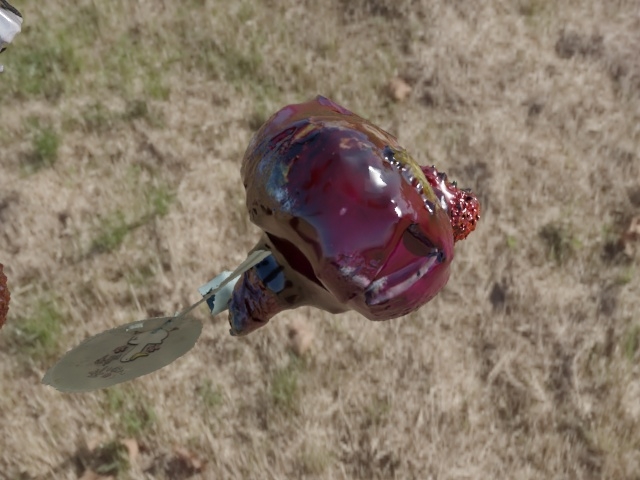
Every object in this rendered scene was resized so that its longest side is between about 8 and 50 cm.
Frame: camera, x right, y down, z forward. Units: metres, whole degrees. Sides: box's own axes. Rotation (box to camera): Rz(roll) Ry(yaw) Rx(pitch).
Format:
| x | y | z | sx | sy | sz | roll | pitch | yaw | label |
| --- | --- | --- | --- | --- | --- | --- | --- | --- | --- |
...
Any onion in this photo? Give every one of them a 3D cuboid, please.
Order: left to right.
| x | y | z | sx | sy | sz | roll | pitch | yaw | label |
| --- | --- | --- | --- | --- | --- | --- | --- | --- | --- |
| 0.000 | 0.000 | 1.703 | 0.420 | 0.398 | 0.398 | -47 | 53 | 15 | onion |

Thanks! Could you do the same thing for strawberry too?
| x | y | z | sx | sy | sz | roll | pitch | yaw | label |
| --- | --- | --- | --- | --- | --- | --- | --- | --- | --- |
| 0.239 | -0.053 | 2.218 | 0.184 | 0.187 | 0.201 | 22 | 79 | 28 | strawberry |

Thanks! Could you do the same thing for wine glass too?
| x | y | z | sx | sy | sz | roll | pitch | yaw | label |
| --- | --- | --- | --- | --- | --- | --- | --- | --- | --- |
| -0.154 | 0.084 | 2.135 | 0.196 | 0.079 | 0.079 | -29 | 53 | -3 | wine glass |

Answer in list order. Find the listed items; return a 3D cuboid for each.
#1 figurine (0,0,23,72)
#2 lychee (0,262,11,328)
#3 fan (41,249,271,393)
| x | y | z | sx | sy | sz | roll | pitch | yaw | label |
| --- | --- | --- | --- | --- | --- | --- | --- | --- | --- |
| -0.191 | -0.249 | 0.759 | 0.257 | 0.182 | 0.144 | -44 | 93 | -2 | figurine |
| -0.738 | 0.105 | 2.004 | 0.264 | 0.264 | 0.300 | -34 | 38 | -20 | lychee |
| -0.217 | 0.118 | 1.450 | 0.415 | 0.233 | 0.012 | -35 | 67 | 26 | fan |
